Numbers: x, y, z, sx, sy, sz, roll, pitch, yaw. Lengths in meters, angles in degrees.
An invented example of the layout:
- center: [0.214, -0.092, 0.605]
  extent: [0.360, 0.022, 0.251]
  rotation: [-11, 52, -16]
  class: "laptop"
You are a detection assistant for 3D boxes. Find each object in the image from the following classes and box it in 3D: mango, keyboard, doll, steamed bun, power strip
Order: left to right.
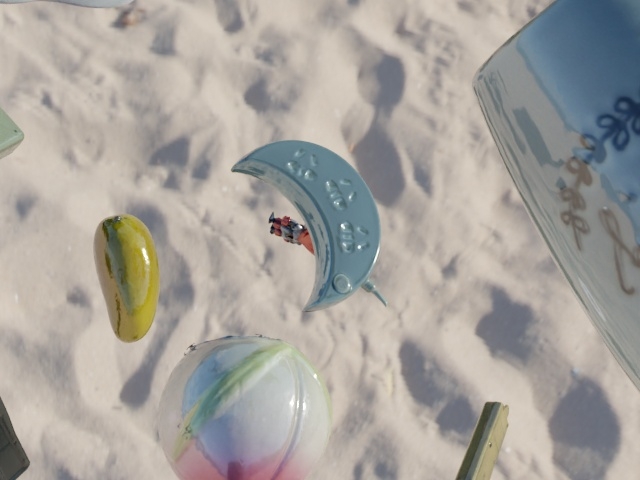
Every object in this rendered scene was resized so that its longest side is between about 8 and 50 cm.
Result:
- center: [-0.436, 0.214, 1.396]
  extent: [0.041, 0.381, 0.103]
  rotation: [35, 59, 22]
  class: "keyboard"
- center: [-0.239, 0.047, 1.413]
  extent: [0.076, 0.103, 0.161]
  rotation: [-6, 92, -26]
  class: "mango"
- center: [-0.129, 0.332, 1.917]
  extent: [0.309, 0.309, 0.309]
  rotation: [6, 54, -8]
  class: "steamed bun"
- center: [0.000, 0.000, 1.765]
  extent: [0.169, 0.109, 0.057]
  rotation: [13, 57, 10]
  class: "doll"
- center: [0.003, -0.014, 1.227]
  extent: [0.137, 0.044, 0.216]
  rotation: [-27, 86, -32]
  class: "power strip"
- center: [0.268, 0.383, 1.951]
  extent: [0.044, 0.064, 0.305]
  rotation: [0, 33, 25]
  class: "power strip"

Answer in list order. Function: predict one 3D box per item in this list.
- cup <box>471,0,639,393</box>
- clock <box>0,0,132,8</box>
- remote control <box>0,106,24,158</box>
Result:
- center: [0.231, -0.057, 0.614]
  extent: [0.234, 0.258, 0.186]
  rotation: [55, 24, 3]
  class: "cup"
- center: [-0.379, -0.394, 1.428]
  extent: [0.338, 0.102, 0.338]
  rotation: [17, 31, -10]
  class: "clock"
- center: [-0.478, -0.117, 1.378]
  extent: [0.123, 0.038, 0.285]
  rotation: [47, 30, -5]
  class: "remote control"
